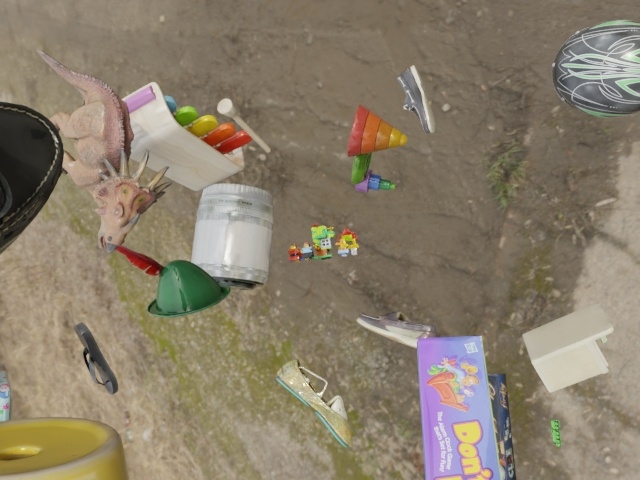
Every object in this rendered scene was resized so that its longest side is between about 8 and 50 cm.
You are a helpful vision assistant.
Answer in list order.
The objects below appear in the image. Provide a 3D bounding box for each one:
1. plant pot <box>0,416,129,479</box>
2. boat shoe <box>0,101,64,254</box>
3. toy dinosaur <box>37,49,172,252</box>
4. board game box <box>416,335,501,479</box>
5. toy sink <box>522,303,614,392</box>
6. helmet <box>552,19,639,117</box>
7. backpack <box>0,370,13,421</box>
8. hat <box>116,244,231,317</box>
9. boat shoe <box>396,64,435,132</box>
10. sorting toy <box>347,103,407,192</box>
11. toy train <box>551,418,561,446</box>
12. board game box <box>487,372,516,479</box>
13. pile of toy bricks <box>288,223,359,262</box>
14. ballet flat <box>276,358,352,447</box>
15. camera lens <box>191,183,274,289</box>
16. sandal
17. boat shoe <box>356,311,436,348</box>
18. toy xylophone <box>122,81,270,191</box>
[{"bbox_3d":[-0.257,0.290,0.460,0.254,0.254,0.239,-2,86,50],"label":"plant pot"},{"bbox_3d":[-0.260,-0.027,0.338,0.113,0.340,0.127,-20,105,24],"label":"boat shoe"},{"bbox_3d":[-0.324,-0.145,0.830,0.200,0.127,0.296,7,111,45],"label":"toy dinosaur"},{"bbox_3d":[0.167,0.320,0.644,0.233,0.078,0.347,71,-162,-55],"label":"board game box"},{"bbox_3d":[0.726,0.309,1.563,0.234,0.153,0.131,-30,103,18],"label":"toy sink"},{"bbox_3d":[0.476,-0.278,0.892,0.169,0.161,0.169,12,105,50],"label":"helmet"},{"bbox_3d":[-0.833,0.424,1.283,0.225,0.191,0.254,7,86,57],"label":"backpack"},{"bbox_3d":[-0.293,0.044,1.119,0.173,0.208,0.184,-6,104,15],"label":"hat"},{"bbox_3d":[0.256,-0.371,1.472,0.065,0.075,0.206,-20,69,22],"label":"boat shoe"},{"bbox_3d":[0.147,-0.200,1.353,0.126,0.127,0.365,13,165,10],"label":"sorting toy"},{"bbox_3d":[0.687,0.562,1.596,0.023,0.017,0.083,2,104,49],"label":"toy train"},{"bbox_3d":[0.376,0.442,1.318,0.165,0.042,0.243,-12,79,49],"label":"board game box"},{"bbox_3d":[0.000,0.000,1.632,0.212,0.118,0.105,-9,81,15],"label":"pile of toy bricks"},{"bbox_3d":[0.004,0.535,1.836,0.348,0.123,0.123,43,136,9],"label":"ballet flat"},{"bbox_3d":[-0.246,-0.003,1.549,0.219,0.219,0.274,-8,73,51],"label":"camera lens"},{"bbox_3d":[-0.686,0.362,1.646,0.097,0.054,0.254,9,125,47],"label":"sandal"},{"bbox_3d":[0.243,0.271,1.736,0.285,0.103,0.092,14,82,44],"label":"boat shoe"},{"bbox_3d":[-0.237,-0.193,1.060,0.323,0.236,0.081,49,-158,-69],"label":"toy xylophone"}]
